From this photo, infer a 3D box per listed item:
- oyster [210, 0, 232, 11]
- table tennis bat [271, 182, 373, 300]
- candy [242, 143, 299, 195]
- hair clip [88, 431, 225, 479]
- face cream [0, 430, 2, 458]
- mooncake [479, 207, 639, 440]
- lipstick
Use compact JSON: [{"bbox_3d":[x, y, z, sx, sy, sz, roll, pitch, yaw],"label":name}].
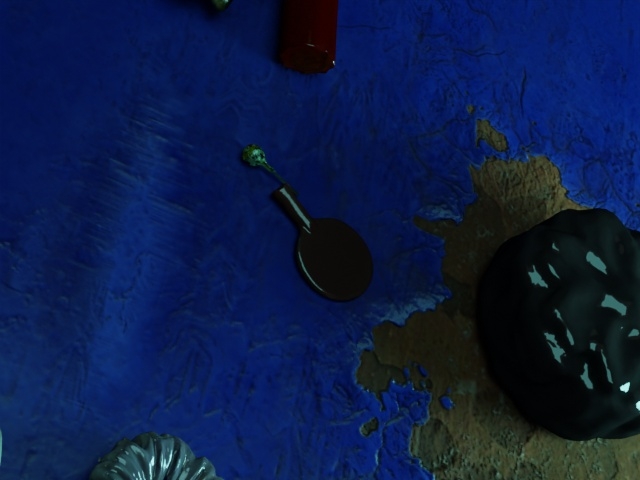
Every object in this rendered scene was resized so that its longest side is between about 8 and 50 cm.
[{"bbox_3d":[-0.113,-0.438,1.621,0.198,0.133,0.337,40,64,-39],"label":"oyster"},{"bbox_3d":[0.000,0.000,1.543,0.154,0.019,0.098,51,53,-1],"label":"table tennis bat"},{"bbox_3d":[-0.056,-0.078,1.550,0.023,0.025,0.083,-45,103,5],"label":"candy"},{"bbox_3d":[-0.200,0.279,1.255,0.300,0.069,0.173,-17,75,-35],"label":"hair clip"},{"bbox_3d":[-0.435,0.175,1.161,0.311,0.092,0.092,13,60,-25],"label":"face cream"},{"bbox_3d":[0.328,0.092,1.608,0.283,0.141,0.283,15,59,-26],"label":"mooncake"},{"bbox_3d":[-0.009,-0.336,1.674,0.073,0.073,0.279,15,61,-22],"label":"lipstick"}]
